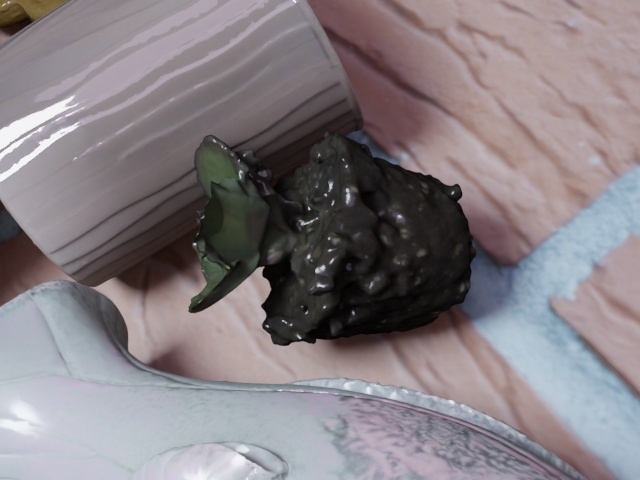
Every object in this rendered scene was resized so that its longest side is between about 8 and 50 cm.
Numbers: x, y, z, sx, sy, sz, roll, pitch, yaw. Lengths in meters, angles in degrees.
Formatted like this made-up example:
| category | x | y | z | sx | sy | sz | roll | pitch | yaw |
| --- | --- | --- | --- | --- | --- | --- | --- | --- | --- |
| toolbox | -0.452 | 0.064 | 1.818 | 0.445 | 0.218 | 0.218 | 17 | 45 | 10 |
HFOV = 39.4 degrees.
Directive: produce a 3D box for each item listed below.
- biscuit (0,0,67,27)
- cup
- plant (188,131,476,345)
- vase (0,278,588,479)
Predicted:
| category | x | y | z | sx | sy | sz | roll | pitch | yaw |
| --- | --- | --- | --- | --- | --- | --- | --- | --- | --- |
| biscuit | -0.305 | -0.316 | 0.939 | 0.183 | 0.047 | 0.320 | -24 | 55 | -5 |
| cup | -0.141 | -0.138 | 0.734 | 0.273 | 0.208 | 0.288 | -33 | 63 | -2 |
| plant | 0.000 | 0.000 | 0.634 | 0.203 | 0.131 | 0.142 | 0 | 66 | -23 |
| vase | -0.038 | 0.178 | 0.551 | 0.445 | 0.250 | 0.250 | 20 | 71 | 26 |
